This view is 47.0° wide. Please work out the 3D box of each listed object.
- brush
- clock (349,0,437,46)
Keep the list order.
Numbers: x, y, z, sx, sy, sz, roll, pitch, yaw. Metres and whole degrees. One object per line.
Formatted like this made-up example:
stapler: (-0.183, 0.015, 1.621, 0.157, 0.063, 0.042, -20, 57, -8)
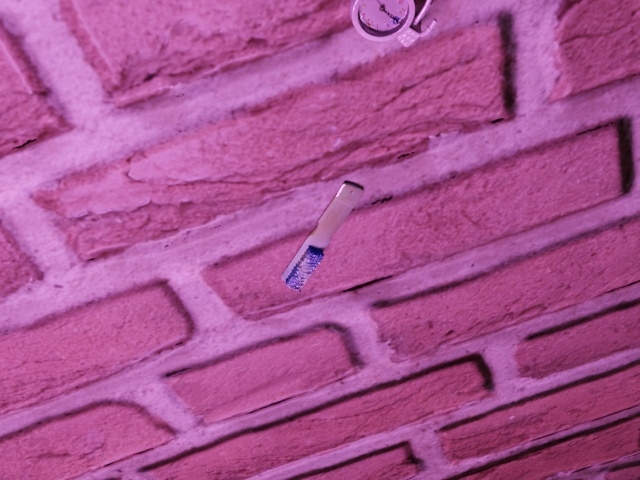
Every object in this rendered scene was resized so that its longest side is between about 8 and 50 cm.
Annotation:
brush: (0.000, 0.000, 0.950, 0.033, 0.030, 0.178, 22, 124, -19)
clock: (0.088, -0.252, 0.730, 0.087, 0.041, 0.129, 22, 128, -26)
